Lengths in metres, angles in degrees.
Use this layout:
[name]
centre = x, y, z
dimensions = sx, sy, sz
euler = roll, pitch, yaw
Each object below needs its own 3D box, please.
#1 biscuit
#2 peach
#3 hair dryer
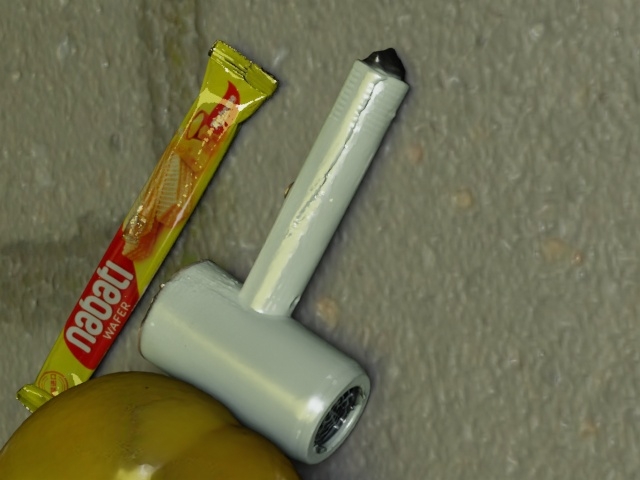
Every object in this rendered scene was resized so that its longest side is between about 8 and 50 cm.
[biscuit]
centre = -0.115, 0.004, 0.889
dimensions = 0.048, 0.026, 0.292
euler = 34, 111, 3
[peach]
centre = -0.097, 0.194, 0.806
dimensions = 0.251, 0.153, 0.251
euler = 9, 106, 34
[hair dryer]
centre = 0.000, 0.000, 0.809
dimensions = 0.131, 0.073, 0.236
euler = 31, 99, 23
